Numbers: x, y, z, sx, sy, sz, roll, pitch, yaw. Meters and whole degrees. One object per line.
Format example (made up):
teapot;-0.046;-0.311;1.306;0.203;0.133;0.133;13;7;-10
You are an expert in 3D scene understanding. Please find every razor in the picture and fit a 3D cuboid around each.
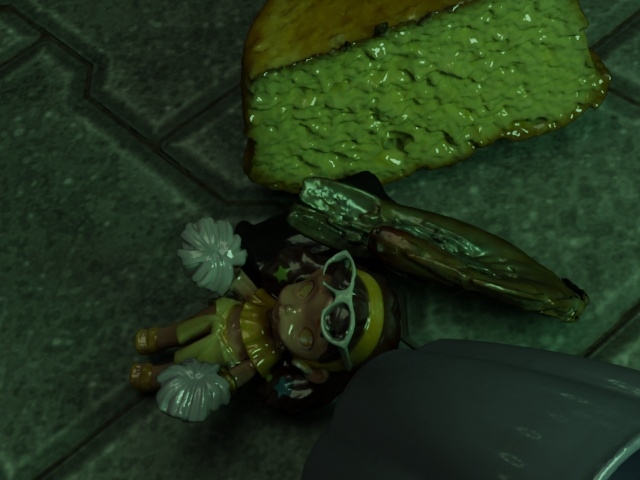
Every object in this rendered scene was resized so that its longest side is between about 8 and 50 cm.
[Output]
razor;0.000;0.000;1.263;0.148;0.054;0.090;-25;45;-10

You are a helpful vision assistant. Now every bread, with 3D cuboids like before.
bread;0.074;-0.179;1.314;0.340;0.194;0.179;-17;47;6

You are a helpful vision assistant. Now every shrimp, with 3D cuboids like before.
shrimp;0.094;0.015;1.149;0.253;0.058;0.173;19;9;-1

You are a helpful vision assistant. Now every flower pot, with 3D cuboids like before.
flower pot;0.132;0.186;0.934;0.265;0.265;0.243;-39;36;-21

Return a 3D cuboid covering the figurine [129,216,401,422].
figurine;-0.052;0.076;1.164;0.240;0.116;0.175;-8;61;19
